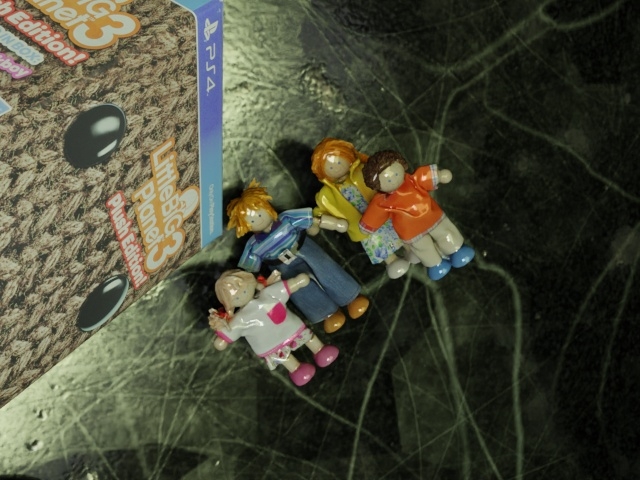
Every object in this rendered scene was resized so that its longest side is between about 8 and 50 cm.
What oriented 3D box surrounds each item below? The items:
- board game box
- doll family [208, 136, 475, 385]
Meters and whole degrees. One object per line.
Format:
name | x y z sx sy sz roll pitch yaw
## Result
board game box | -0.213 -0.037 0.625 0.291 0.141 0.232 -42 153 -34
doll family | 0.000 0.000 0.864 0.263 0.118 0.163 -38 118 4
